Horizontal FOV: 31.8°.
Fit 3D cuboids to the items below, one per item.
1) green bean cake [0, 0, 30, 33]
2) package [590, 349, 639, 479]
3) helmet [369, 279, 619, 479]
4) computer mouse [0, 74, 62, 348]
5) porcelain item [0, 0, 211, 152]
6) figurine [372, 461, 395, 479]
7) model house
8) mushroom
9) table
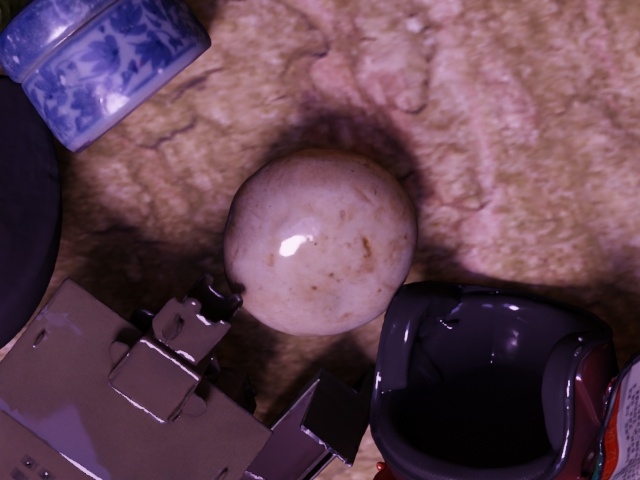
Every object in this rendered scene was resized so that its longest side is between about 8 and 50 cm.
[{"bbox_3d":[-0.368,-0.198,0.917,0.214,0.113,0.200,-40,101,20],"label":"green bean cake"},{"bbox_3d":[0.293,0.136,0.919,0.040,0.232,0.166,28,127,45],"label":"package"},{"bbox_3d":[0.143,0.130,0.917,0.189,0.216,0.193,16,143,32],"label":"helmet"},{"bbox_3d":[-0.258,-0.009,0.913,0.086,0.270,0.137,19,140,-28],"label":"computer mouse"},{"bbox_3d":[-0.173,-0.155,0.886,0.147,0.147,0.114,-34,102,18],"label":"porcelain item"},{"bbox_3d":[0.065,0.305,1.010,0.257,0.181,0.208,-14,78,5],"label":"figurine"},{"bbox_3d":[-0.141,0.113,0.942,0.211,0.204,0.243,37,120,-5],"label":"model house"},{"bbox_3d":[0.000,0.000,0.933,0.166,0.127,0.166,-3,122,-5],"label":"mushroom"},{"bbox_3d":[-0.021,0.182,0.973,0.062,0.175,0.146,40,111,-4],"label":"table"}]
